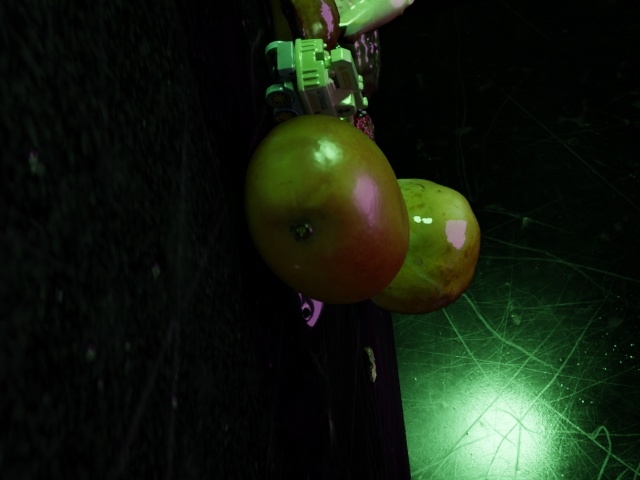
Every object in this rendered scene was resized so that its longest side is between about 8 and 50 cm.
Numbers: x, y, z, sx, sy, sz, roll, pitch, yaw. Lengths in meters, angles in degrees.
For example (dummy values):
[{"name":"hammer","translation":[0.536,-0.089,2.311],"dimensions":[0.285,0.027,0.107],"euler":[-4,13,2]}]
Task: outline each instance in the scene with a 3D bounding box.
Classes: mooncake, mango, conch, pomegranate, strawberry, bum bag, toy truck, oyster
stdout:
[{"name":"mooncake","translation":[0.038,-0.349,1.193],"dimensions":[0.228,0.125,0.228],"euler":[-7,90,-82]},{"name":"mango","translation":[0.015,-0.019,0.591],"dimensions":[0.221,0.121,0.151],"euler":[38,45,-62]},{"name":"conch","translation":[-0.021,-0.239,0.788],"dimensions":[0.232,0.086,0.080],"euler":[64,40,-51]},{"name":"pomegranate","translation":[0.191,0.017,1.425],"dimensions":[0.307,0.308,0.307],"euler":[-8,90,-83]},{"name":"strawberry","translation":[0.070,-0.209,1.429],"dimensions":[0.145,0.086,0.145],"euler":[-7,90,-81]},{"name":"bum bag","translation":[0.000,0.000,0.756],"dimensions":[0.248,0.060,0.123],"euler":[-70,155,-71]},{"name":"toy truck","translation":[0.000,-0.153,0.770],"dimensions":[0.169,0.100,0.077],"euler":[68,17,-59]},{"name":"oyster","translation":[0.101,0.249,1.410],"dimensions":[0.054,0.019,0.083],"euler":[-85,167,-55]}]

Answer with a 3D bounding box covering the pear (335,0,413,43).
[{"name":"pear","translation":[0.015,-0.391,0.894],"dimensions":[0.178,0.267,0.266],"euler":[-147,-136,-65]}]
